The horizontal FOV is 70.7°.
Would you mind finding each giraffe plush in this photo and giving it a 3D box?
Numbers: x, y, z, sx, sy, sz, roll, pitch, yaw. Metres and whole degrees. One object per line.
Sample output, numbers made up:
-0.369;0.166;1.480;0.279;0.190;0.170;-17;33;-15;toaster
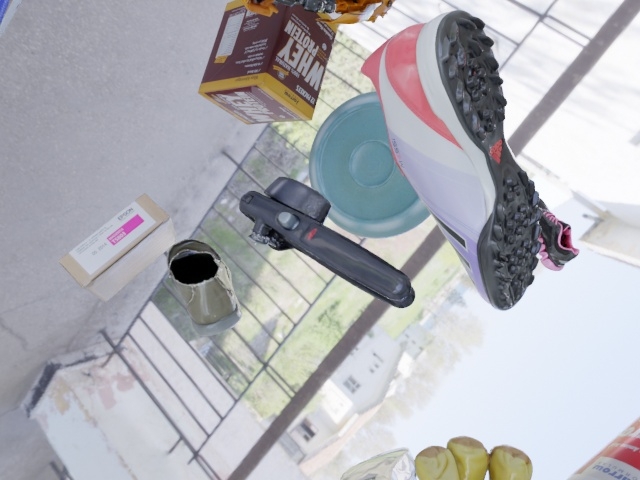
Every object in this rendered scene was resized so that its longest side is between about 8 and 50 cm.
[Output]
0.200;0.390;0.579;0.210;0.181;0.171;-76;172;-61;giraffe plush

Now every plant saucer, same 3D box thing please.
0.113;-0.161;0.958;0.318;0.317;0.043;-53;164;15;plant saucer

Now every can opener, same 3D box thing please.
0.000;0.000;0.386;0.073;0.186;0.059;-56;146;1;can opener

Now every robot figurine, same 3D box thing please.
-0.024;-0.383;0.637;0.290;0.211;0.085;-21;163;-40;robot figurine

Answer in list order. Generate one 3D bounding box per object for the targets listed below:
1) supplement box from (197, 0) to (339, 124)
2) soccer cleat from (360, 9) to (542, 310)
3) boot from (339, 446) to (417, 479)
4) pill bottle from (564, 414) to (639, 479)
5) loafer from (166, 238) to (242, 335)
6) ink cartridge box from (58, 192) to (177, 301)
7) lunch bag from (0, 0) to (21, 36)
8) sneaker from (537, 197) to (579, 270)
-0.098;-0.337;0.843;0.129;0.191;0.194;23;80;-48;supplement box
0.144;-0.066;0.478;0.108;0.116;0.318;-41;117;-29;soccer cleat
0.055;0.235;0.367;0.069;0.086;0.190;-24;165;11;boot
0.556;0.451;0.746;0.407;0.229;0.229;-26;156;-18;pill bottle
-0.183;0.044;0.690;0.094;0.251;0.088;-21;119;-21;loafer
-0.459;0.021;1.057;0.234;0.088;0.193;-44;176;-22;ink cartridge box
-0.337;-0.407;0.396;0.238;0.328;0.385;23;116;-44;lunch bag
0.340;-0.018;0.659;0.047;0.120;0.057;-2;153;-19;sneaker
